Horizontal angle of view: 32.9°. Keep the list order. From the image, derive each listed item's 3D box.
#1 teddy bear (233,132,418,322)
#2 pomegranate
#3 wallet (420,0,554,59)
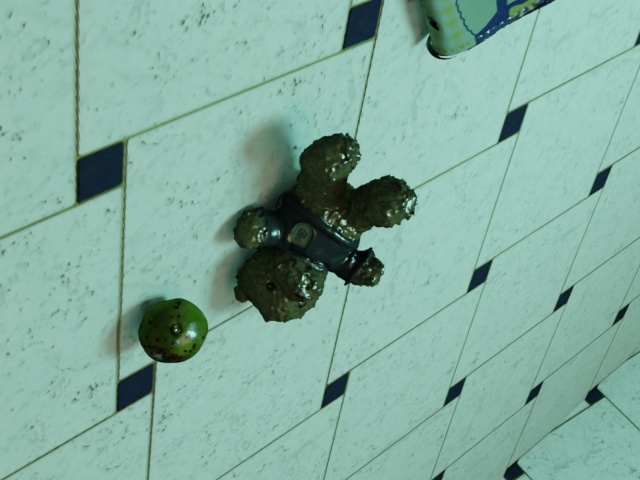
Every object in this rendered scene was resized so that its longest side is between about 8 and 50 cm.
[{"bbox_3d":[0.003,-0.013,1.196,0.251,0.182,0.129,-51,-164,30],"label":"teddy bear"},{"bbox_3d":[-0.159,0.099,1.143,0.073,0.073,0.084,-21,164,-44],"label":"pomegranate"},{"bbox_3d":[0.182,-0.328,1.087,0.223,0.077,0.309,-29,152,1],"label":"wallet"}]
